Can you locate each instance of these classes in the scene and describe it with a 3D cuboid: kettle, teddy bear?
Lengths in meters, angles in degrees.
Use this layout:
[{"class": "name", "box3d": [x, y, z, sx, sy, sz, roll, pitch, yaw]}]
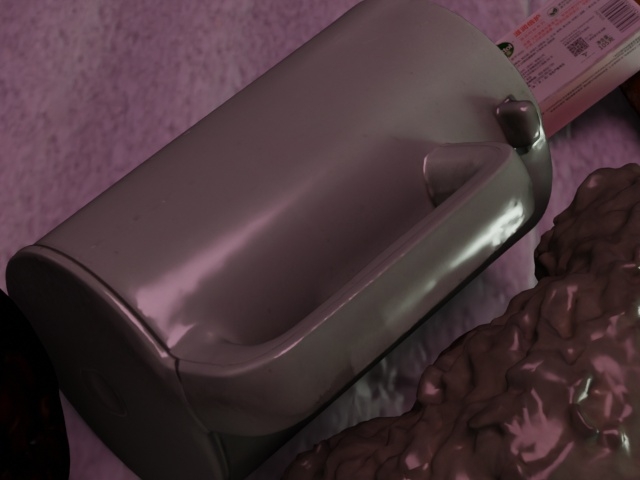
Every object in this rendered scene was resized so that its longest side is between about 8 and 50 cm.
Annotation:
[{"class": "kettle", "box3d": [-0.001, 0.010, 0.736, 0.265, 0.205, 0.318, 30, 54, 35]}, {"class": "teddy bear", "box3d": [0.201, 0.175, 0.656, 0.357, 0.224, 0.367, -43, 92, -17]}]

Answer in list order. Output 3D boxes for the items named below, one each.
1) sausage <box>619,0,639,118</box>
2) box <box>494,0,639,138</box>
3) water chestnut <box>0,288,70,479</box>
[{"class": "sausage", "box3d": [0.317, -0.107, 0.948, 0.102, 0.076, 0.302, -11, 54, -24]}, {"class": "box", "box3d": [0.207, -0.155, 0.954, 0.125, 0.043, 0.089, -36, 49, 9]}, {"class": "water chestnut", "box3d": [-0.260, 0.115, 0.603, 0.244, 0.289, 0.289, -25, 54, 8]}]
